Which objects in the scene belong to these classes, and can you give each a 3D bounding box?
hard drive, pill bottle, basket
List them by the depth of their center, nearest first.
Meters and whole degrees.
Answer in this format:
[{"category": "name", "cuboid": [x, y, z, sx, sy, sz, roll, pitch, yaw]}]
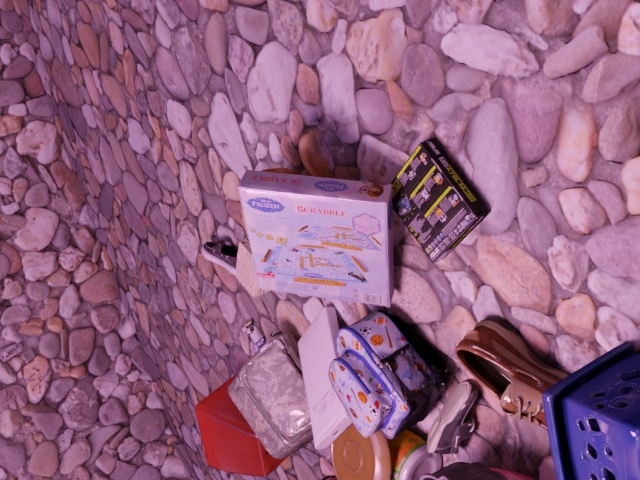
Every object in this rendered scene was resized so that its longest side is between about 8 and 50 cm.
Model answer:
[{"category": "pill bottle", "cuboid": [0.173, 0.529, 1.825, 0.245, 0.136, 0.137, 23, 130, 47]}, {"category": "hard drive", "cuboid": [0.012, 0.357, 1.881, 0.203, 0.040, 0.308, 123, 146, -45]}, {"category": "basket", "cuboid": [-0.170, 0.063, 2.040, 0.113, 0.103, 0.167, 45, 143, 27]}]

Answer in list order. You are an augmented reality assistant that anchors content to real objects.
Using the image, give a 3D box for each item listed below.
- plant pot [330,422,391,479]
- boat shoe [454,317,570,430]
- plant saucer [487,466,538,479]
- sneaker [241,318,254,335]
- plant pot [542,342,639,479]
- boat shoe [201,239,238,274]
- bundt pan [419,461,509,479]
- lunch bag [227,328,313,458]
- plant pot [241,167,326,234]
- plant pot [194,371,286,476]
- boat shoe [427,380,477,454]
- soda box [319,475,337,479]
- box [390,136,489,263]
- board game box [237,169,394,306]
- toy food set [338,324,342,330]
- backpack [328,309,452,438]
[{"category": "plant pot", "cuboid": [0.089, 0.534, 1.789, 0.236, 0.032, 0.237, -5, 84, 57]}, {"category": "boat shoe", "cuboid": [0.385, 0.287, 1.356, 0.324, 0.119, 0.123, 41, 142, 33]}, {"category": "plant saucer", "cuboid": [0.444, 0.627, 1.544, 0.332, 0.084, 0.332, 34, 136, 40]}, {"category": "sneaker", "cuboid": [-0.230, 0.285, 2.363, 0.037, 0.032, 0.083, 44, 151, 6]}, {"category": "plant pot", "cuboid": [0.489, 0.301, 1.117, 0.212, 0.235, 0.236, 14, 124, 60]}, {"category": "boat shoe", "cuboid": [-0.293, 0.038, 2.238, 0.228, 0.080, 0.076, 31, 118, 47]}, {"category": "bundt pan", "cuboid": [0.341, 0.596, 1.478, 0.330, 0.124, 0.331, 36, 139, 40]}, {"category": "lunch bag", "cuboid": [-0.097, 0.442, 2.116, 0.305, 0.212, 0.256, 53, 130, 17]}, {"category": "plant pot", "cuboid": [-0.048, -0.073, 1.695, 0.187, 0.205, 0.205, -1, 111, 40]}, {"category": "plant pot", "cuboid": [-0.218, 0.614, 2.374, 0.235, 0.267, 0.267, 16, 126, 37]}, {"category": "boat shoe", "cuboid": [0.309, 0.400, 1.614, 0.079, 0.084, 0.233, 17, 129, 2]}, {"category": "soda box", "cuboid": [0.051, 0.775, 2.260, 0.060, 0.053, 0.169, 63, 149, 2]}, {"category": "box", "cuboid": [0.221, -0.075, 1.419, 0.184, 0.045, 0.191, 57, 149, 17]}, {"category": "board game box", "cuboid": [0.000, 0.000, 1.574, 0.318, 0.066, 0.318, 7, 136, 13]}, {"category": "toy food set", "cuboid": [0.059, 0.267, 1.922, 0.122, 0.019, 0.078, 21, 128, 49]}, {"category": "backpack", "cuboid": [0.135, 0.309, 1.678, 0.263, 0.213, 0.277, 60, 153, 27]}]
